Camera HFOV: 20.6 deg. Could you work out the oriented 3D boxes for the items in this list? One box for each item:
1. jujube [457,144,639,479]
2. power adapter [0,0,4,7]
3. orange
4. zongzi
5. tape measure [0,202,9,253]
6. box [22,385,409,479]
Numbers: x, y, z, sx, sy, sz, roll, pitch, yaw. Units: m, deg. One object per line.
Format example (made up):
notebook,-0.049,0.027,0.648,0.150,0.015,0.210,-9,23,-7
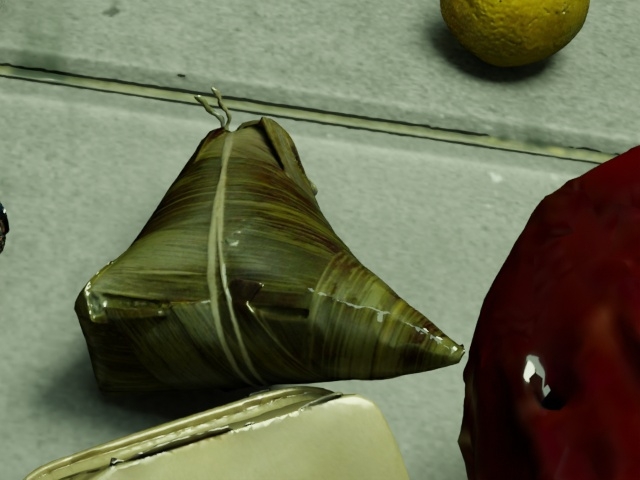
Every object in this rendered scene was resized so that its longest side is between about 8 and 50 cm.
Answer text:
jujube,0.192,0.113,0.697,0.258,0.258,0.376,5,37,-12
power adapter,-0.262,-0.250,1.039,0.187,0.124,0.255,9,41,-10
orange,0.122,-0.148,1.081,0.095,0.085,0.085,-7,45,-34
zongzi,0.000,0.000,0.833,0.184,0.084,0.187,-2,36,22
tape measure,-0.221,-0.014,0.817,0.146,0.081,0.125,-16,47,-32
box,-0.040,0.119,0.720,0.177,0.111,0.111,-14,49,-25
